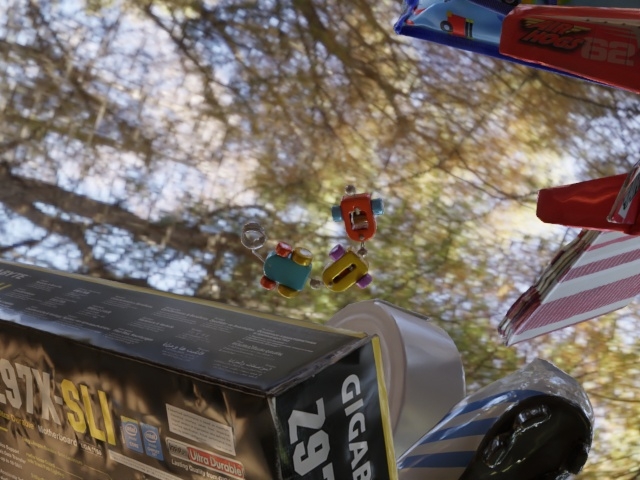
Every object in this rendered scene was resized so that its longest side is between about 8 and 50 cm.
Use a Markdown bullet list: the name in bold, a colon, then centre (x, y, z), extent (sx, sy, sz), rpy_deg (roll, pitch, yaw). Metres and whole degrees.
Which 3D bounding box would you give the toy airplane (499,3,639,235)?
- **toy airplane**: centre (0.126, -0.046, 0.356), extent (0.151, 0.028, 0.151), rpy_deg (-9, -139, 8)

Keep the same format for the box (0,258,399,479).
- **box**: centre (-0.096, 0.154, 0.573), extent (0.322, 0.079, 0.257), rpy_deg (7, -69, 42)

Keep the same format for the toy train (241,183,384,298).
- **toy train**: centre (0.000, 0.000, 1.185), extent (0.166, 0.046, 0.125), rpy_deg (-13, -69, 13)

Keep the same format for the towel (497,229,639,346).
- **towel**: centre (0.376, 0.015, 1.300), extent (0.037, 0.237, 0.329), rpy_deg (63, -30, 26)

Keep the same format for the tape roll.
- **tape roll**: centre (0.063, 0.225, 1.364), extent (0.286, 0.100, 0.286), rpy_deg (-42, -143, 43)

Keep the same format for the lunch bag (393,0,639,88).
- **lunch bag**: centre (0.239, -0.264, 0.933), extent (0.293, 0.138, 0.221), rpy_deg (19, -100, 7)

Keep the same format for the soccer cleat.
- **soccer cleat**: centre (0.119, 0.237, 0.978), extent (0.331, 0.143, 0.116), rpy_deg (-40, -81, 15)
